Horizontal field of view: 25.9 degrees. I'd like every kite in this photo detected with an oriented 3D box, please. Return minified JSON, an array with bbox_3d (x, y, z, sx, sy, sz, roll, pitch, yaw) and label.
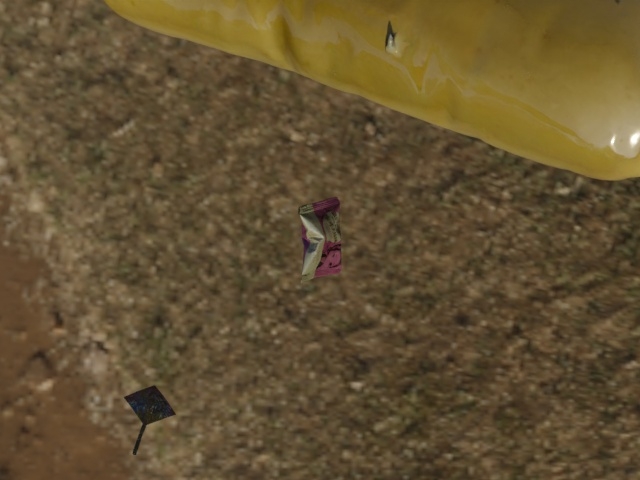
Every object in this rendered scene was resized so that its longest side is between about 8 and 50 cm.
[{"bbox_3d":[-0.156,0.151,1.200,0.044,0.078,0.002,35,128,9],"label":"kite"}]

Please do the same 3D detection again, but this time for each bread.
[{"bbox_3d":[0.040,-0.117,0.616,0.305,0.142,0.091,21,122,26],"label":"bread"}]

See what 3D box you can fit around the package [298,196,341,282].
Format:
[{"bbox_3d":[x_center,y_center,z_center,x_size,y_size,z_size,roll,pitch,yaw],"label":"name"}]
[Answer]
[{"bbox_3d":[0.000,0.000,1.442,0.029,0.059,0.083,11,108,44],"label":"package"}]
